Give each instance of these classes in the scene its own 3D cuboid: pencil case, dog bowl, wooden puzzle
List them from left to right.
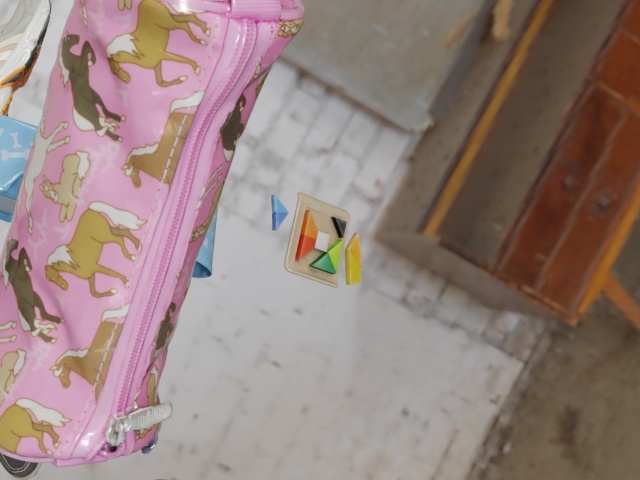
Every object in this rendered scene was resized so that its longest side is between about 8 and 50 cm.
[{"bbox_3d":[-0.234,-0.045,1.327,0.166,0.297,0.074,138,151,-76],"label":"dog bowl"},{"bbox_3d":[-0.140,-0.026,1.001,0.160,0.167,0.386,-42,-28,-70],"label":"pencil case"},{"bbox_3d":[0.000,0.000,1.215,0.014,0.116,0.079,-3,80,44],"label":"wooden puzzle"}]

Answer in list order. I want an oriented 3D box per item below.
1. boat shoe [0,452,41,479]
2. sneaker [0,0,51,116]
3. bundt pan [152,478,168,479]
[{"bbox_3d":[-0.420,0.215,1.814,0.075,0.065,0.206,-23,68,9],"label":"boat shoe"},{"bbox_3d":[-0.435,-0.231,1.776,0.099,0.121,0.262,126,166,-56],"label":"sneaker"},{"bbox_3d":[-0.096,0.350,1.012,0.124,0.331,0.331,-29,-1,-32],"label":"bundt pan"}]
